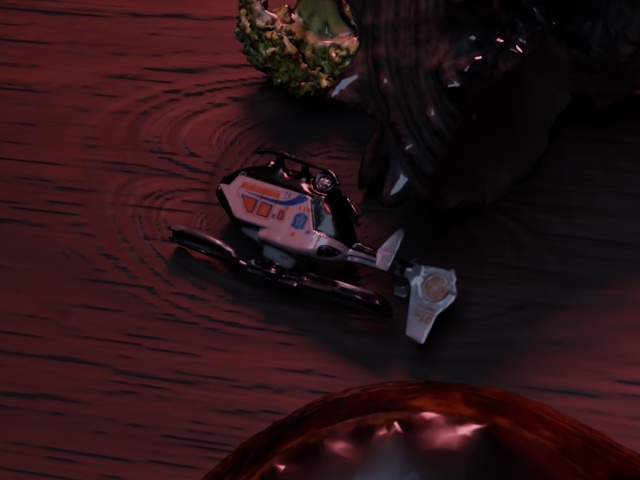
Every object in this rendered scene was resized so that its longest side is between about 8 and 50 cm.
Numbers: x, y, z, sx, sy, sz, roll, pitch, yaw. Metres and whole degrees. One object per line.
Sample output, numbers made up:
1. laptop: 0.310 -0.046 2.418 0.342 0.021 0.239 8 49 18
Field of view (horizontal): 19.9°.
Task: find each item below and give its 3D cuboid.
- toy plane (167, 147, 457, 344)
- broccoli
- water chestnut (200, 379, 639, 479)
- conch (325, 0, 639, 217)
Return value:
1. toy plane: 0.001 -0.001 1.145 0.197 0.053 0.078 22 75 24
2. broccoli: 0.001 -0.138 1.201 0.095 0.092 0.097 -19 39 -23
3. water chestnut: 0.059 0.224 0.842 0.350 0.302 0.350 0 77 1
4. conch: 0.129 -0.146 1.116 0.313 0.240 0.186 -54 30 0
